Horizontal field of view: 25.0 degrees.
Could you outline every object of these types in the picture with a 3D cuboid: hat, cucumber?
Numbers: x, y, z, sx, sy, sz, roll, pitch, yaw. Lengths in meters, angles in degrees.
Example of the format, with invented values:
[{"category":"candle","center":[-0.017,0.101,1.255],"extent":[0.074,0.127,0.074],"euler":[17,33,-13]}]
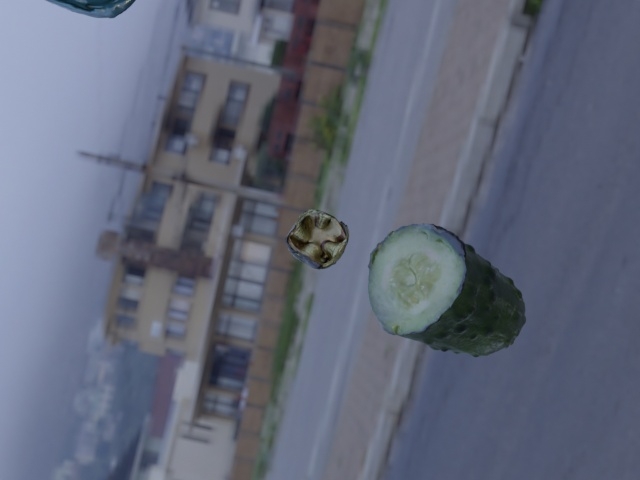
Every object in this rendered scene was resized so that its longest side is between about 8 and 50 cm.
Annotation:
[{"category":"hat","center":[0.000,0.001,1.995],"extent":[0.076,0.077,0.059],"euler":[-57,-13,-2]},{"category":"cucumber","center":[0.165,0.074,1.647],"extent":[0.244,0.134,0.134],"euler":[30,-112,-50]}]

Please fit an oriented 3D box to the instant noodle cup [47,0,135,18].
[{"category":"instant noodle cup","center":[-0.166,-0.225,0.822],"extent":[0.070,0.179,0.157],"euler":[7,-75,-77]}]
